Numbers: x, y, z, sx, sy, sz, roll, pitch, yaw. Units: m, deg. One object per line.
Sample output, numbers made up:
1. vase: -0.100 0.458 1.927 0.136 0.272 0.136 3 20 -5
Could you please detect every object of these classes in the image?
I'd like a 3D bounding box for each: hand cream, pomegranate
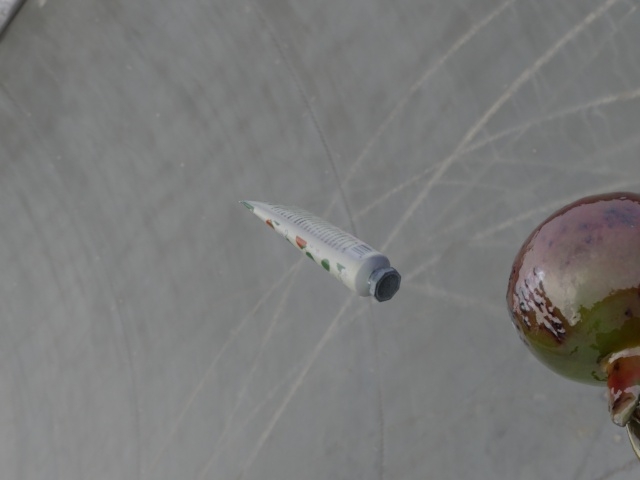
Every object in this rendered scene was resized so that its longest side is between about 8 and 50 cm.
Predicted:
1. hand cream: 0.000 0.000 1.112 0.276 0.095 0.059 35 113 44
2. pomegranate: 0.168 0.044 0.492 0.129 0.129 0.159 -29 22 52
